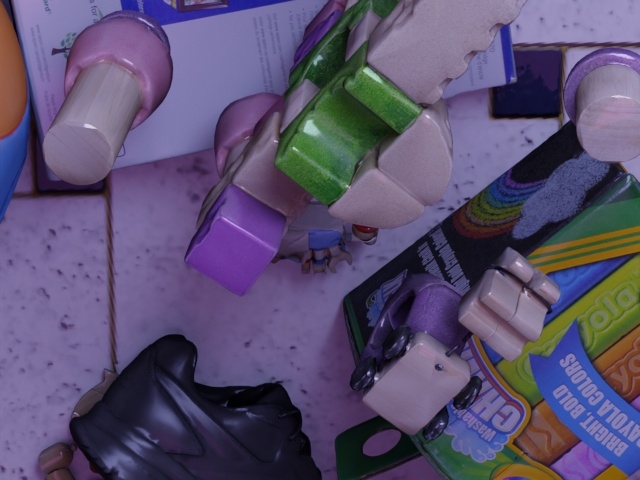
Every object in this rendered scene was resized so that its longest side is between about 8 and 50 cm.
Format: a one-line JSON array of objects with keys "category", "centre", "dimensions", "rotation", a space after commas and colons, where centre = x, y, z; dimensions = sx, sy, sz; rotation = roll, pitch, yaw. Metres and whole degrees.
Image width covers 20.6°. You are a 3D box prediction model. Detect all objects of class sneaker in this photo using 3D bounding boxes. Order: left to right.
[{"category": "sneaker", "centre": [-0.041, 0.179, 1.292], "dimensions": [0.286, 0.109, 0.130], "rotation": [39, 82, -21]}]

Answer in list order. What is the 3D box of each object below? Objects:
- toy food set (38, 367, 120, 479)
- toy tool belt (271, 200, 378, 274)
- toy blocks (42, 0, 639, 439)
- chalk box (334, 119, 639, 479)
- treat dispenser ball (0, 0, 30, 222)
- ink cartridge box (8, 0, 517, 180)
[{"category": "toy food set", "centre": [-0.166, 0.162, 1.319], "dimensions": [0.078, 0.019, 0.122], "rotation": [36, 93, -14]}, {"category": "toy tool belt", "centre": [0.000, 0.000, 1.272], "dimensions": [0.083, 0.052, 0.051], "rotation": [3, 138, -2]}, {"category": "toy blocks", "centre": [0.036, -0.110, 1.073], "dimensions": [0.309, 0.260, 0.288], "rotation": [36, 117, -14]}, {"category": "chalk box", "centre": [0.136, 0.083, 1.235], "dimensions": [0.289, 0.180, 0.179], "rotation": [-39, 105, 9]}, {"category": "treat dispenser ball", "centre": [-0.325, -0.082, 1.091], "dimensions": [0.288, 0.288, 0.288], "rotation": [-1, 107, -4]}, {"category": "ink cartridge box", "centre": [-0.040, -0.155, 1.194], "dimensions": [0.333, 0.065, 0.165], "rotation": [-11, 107, -9]}]
